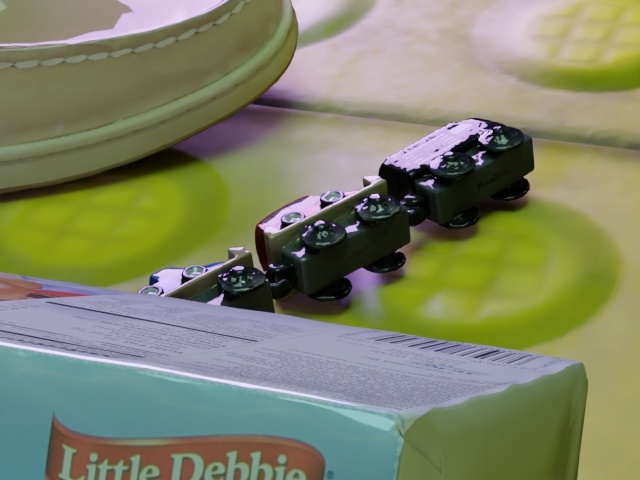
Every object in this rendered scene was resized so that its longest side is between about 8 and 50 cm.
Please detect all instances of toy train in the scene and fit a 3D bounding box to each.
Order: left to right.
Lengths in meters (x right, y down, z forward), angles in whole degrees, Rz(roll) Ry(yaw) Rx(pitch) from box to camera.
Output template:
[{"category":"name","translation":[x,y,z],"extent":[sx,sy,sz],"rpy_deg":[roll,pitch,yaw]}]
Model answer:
[{"category":"toy train","translation":[0.000,0.000,0.592],"extent":[0.158,0.027,0.036],"rpy_deg":[-29,37,-31]}]

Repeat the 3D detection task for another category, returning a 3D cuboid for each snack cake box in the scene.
[{"category":"snack cake box","translation":[-0.090,0.051,0.415],"extent":[0.264,0.089,0.152],"rpy_deg":[8,3,19]}]

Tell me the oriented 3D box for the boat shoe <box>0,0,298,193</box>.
[{"category":"boat shoe","translation":[-0.160,-0.081,0.670],"extent":[0.302,0.098,0.109],"rpy_deg":[-3,34,4]}]
